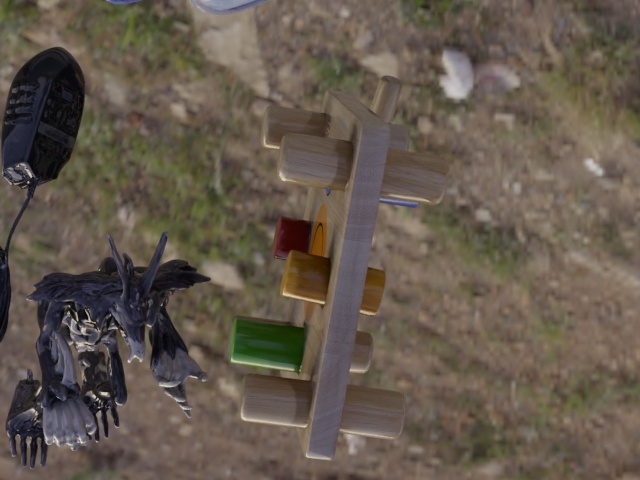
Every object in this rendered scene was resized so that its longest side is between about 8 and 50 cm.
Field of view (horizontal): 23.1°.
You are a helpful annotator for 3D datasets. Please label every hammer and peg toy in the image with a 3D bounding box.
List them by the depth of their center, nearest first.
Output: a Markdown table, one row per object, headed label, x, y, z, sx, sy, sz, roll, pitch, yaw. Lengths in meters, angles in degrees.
| label | x | y | z | sx | sy | sz | roll | pitch | yaw |
| --- | --- | --- | --- | --- | --- | --- | --- | --- | --- |
| hammer and peg toy | 0.000 | 0.000 | 1.283 | 0.127 | 0.361 | 0.266 | 8 | 101 | -7 |

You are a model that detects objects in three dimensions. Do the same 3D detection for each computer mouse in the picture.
| label | x | y | z | sx | sy | sz | roll | pitch | yaw |
| --- | --- | --- | --- | --- | --- | --- | --- | --- | --- |
| computer mouse | -0.234 | -0.032 | 1.185 | 0.041 | 0.242 | 0.071 | 14 | 173 | 18 |

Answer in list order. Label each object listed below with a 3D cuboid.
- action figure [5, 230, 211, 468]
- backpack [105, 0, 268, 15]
| label | x | y | z | sx | sy | sz | roll | pitch | yaw |
| --- | --- | --- | --- | --- | --- | --- | --- | --- | --- |
| action figure | -0.179 | 0.104 | 1.333 | 0.164 | 0.141 | 0.275 | -11 | 156 | -30 |
| backpack | -0.030 | -0.250 | 0.690 | 0.213 | 0.276 | 0.263 | 40 | 150 | 30 |
